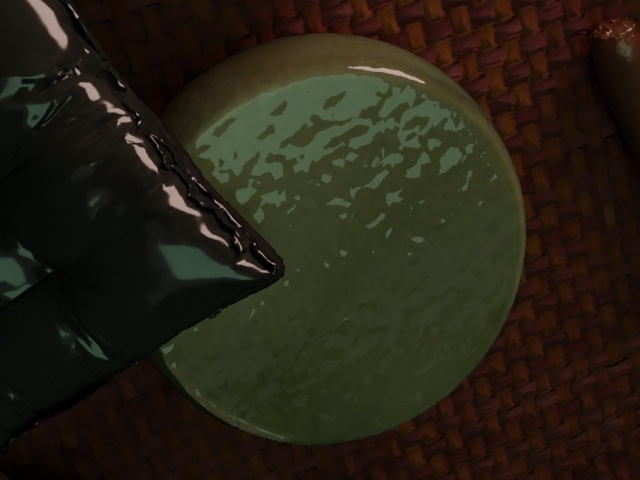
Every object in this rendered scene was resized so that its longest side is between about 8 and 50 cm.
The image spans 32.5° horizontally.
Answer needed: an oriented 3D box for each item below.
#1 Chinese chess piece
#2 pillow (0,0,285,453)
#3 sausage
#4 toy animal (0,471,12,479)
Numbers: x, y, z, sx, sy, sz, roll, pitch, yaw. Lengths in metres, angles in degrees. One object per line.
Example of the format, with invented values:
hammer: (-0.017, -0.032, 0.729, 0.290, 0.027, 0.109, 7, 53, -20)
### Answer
Chinese chess piece: (0.000, 0.000, 0.668, 0.250, 0.101, 0.250, -5, 109, -15)
pillow: (-0.206, 0.019, 0.556, 0.326, 0.101, 0.228, -37, 94, 10)
sausage: (0.230, -0.073, 0.748, 0.040, 0.047, 0.176, -38, 114, -16)
toy animal: (-0.194, 0.276, 0.675, 0.166, 0.154, 0.250, 18, 105, -31)
